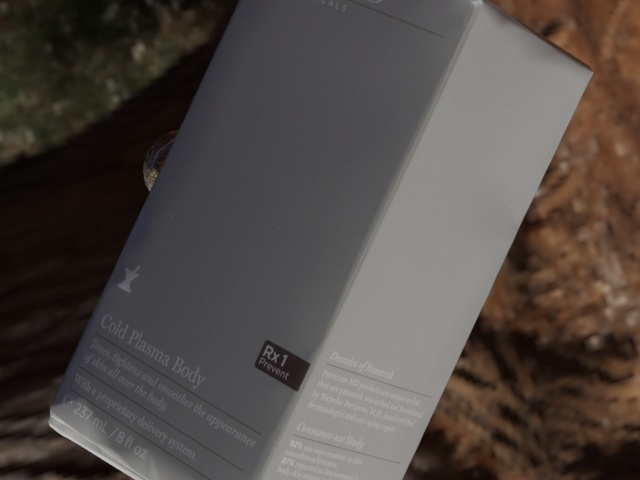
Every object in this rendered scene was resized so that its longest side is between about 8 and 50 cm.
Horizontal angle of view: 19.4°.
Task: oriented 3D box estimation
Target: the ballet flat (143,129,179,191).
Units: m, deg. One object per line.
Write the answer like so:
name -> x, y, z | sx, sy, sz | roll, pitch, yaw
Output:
ballet flat -> 0.005, -0.043, 1.250 | 0.058, 0.249, 0.084 | -148, 61, -65

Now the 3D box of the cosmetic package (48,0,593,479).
cosmetic package -> 0.000, 0.000, 0.792 | 0.127, 0.238, 0.107 | 24, -176, 39
